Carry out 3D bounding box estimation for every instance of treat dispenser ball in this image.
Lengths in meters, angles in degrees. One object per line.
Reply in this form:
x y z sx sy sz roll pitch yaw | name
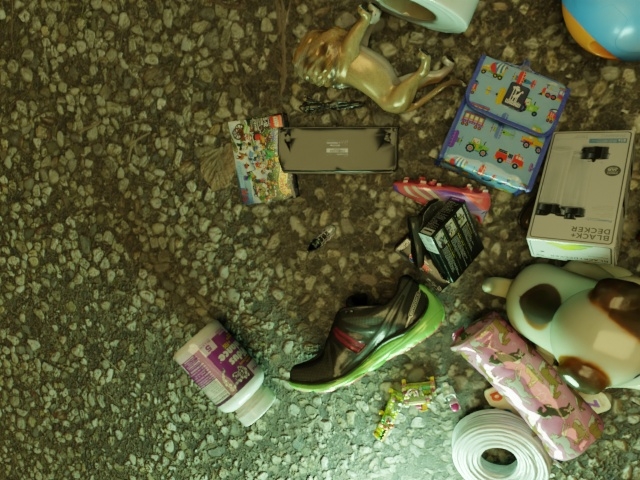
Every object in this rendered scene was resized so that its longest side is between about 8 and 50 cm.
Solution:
0.635 -0.505 0.917 0.288 0.288 0.288 3 103 13 | treat dispenser ball

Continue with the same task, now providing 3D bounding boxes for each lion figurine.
0.130 -0.407 1.136 0.392 0.142 0.240 35 129 -3 | lion figurine

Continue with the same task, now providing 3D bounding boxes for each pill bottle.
-0.277 0.398 1.394 0.169 0.169 0.301 -42 91 18 | pill bottle

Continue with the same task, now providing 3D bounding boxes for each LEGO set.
0.245 0.483 1.323 0.287 0.107 0.132 -34 93 18 | LEGO set

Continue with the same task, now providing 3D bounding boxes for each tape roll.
0.206 -0.553 1.012 0.286 0.286 0.100 23 106 7 | tape roll

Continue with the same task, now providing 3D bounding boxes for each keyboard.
0.045 -0.275 1.221 0.318 0.033 0.201 1 100 3 | keyboard

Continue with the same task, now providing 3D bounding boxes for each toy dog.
0.579 0.164 1.005 0.396 0.408 0.284 30 100 5 | toy dog

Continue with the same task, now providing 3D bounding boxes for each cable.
0.493 0.592 1.285 0.257 0.089 0.257 -32 95 28 | cable

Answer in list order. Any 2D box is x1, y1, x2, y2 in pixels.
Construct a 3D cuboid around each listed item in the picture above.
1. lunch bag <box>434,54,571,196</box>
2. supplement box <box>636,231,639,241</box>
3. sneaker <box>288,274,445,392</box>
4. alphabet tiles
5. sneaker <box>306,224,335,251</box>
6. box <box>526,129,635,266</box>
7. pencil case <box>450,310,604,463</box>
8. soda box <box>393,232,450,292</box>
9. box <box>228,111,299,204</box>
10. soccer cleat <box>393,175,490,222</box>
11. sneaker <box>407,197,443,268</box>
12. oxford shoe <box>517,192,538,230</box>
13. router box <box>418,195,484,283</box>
0.437 -0.284 1.115 0.221 0.138 0.293 23 94 8 | lunch bag
0.817 -0.095 1.072 0.080 0.078 0.233 23 106 23 | supplement box
0.106 0.262 1.295 0.483 0.185 0.202 -35 75 15 | sneaker
0.611 0.429 1.269 0.278 0.021 0.284 -30 94 19 | alphabet tiles
0.000 0.000 1.293 0.038 0.069 0.098 45 108 0 | sneaker
0.574 -0.099 1.022 0.169 0.087 0.289 10 68 36 | box
0.510 0.356 1.178 0.386 0.160 0.167 48 113 9 | pencil case
0.275 0.059 1.246 0.169 0.060 0.053 44 109 0 | soda box
-0.156 -0.224 1.292 0.159 0.044 0.232 -6 101 14 | box
0.306 -0.105 1.195 0.248 0.083 0.095 8 109 9 | soccer cleat
0.270 -0.015 1.174 0.089 0.051 0.170 -14 111 -5 | sneaker
0.584 -0.094 1.123 0.227 0.096 0.082 -35 95 19 | oxford shoe
0.327 0.001 1.155 0.133 0.046 0.179 -45 127 -14 | router box
